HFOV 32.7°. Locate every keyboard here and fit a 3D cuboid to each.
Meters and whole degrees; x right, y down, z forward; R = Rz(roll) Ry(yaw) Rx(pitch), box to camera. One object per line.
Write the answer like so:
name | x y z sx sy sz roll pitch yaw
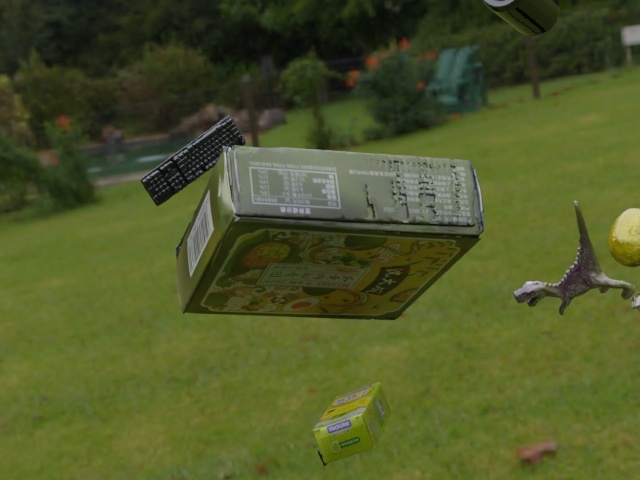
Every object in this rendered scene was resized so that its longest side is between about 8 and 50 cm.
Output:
keyboard | -0.253 -0.160 2.192 0.231 0.072 0.023 -38 30 -16

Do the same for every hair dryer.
hair dryer | 0.307 -0.382 1.374 0.070 0.255 0.128 46 20 27

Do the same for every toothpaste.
toothpaste | 0.070 0.376 2.273 0.110 0.077 0.327 -22 0 11

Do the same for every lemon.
lemon | 0.499 -0.007 1.727 0.082 0.082 0.111 0 47 36

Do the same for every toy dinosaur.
toy dinosaur | 0.488 0.053 2.031 0.199 0.072 0.251 18 -41 -17

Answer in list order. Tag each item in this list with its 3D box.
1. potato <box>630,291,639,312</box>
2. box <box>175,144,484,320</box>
potato | 0.735 0.191 2.183 0.098 0.243 0.138 -30 -3 35
box | 0.000 0.000 1.782 0.420 0.138 0.373 4 -27 -19
